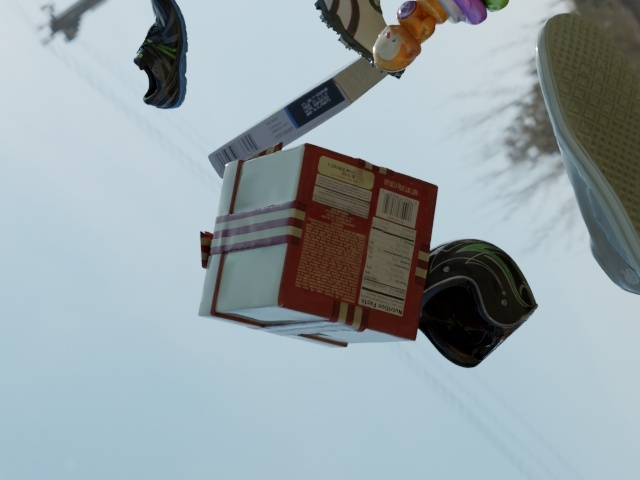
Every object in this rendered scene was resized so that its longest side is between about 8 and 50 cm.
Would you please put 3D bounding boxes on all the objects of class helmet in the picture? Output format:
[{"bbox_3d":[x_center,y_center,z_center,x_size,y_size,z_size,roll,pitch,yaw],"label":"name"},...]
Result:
[{"bbox_3d":[0.201,0.075,1.734,0.161,0.169,0.169,47,-164,11],"label":"helmet"}]

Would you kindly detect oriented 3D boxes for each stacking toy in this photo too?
[{"bbox_3d":[0.168,-0.302,1.394,0.175,0.302,0.166,47,-178,43],"label":"stacking toy"}]

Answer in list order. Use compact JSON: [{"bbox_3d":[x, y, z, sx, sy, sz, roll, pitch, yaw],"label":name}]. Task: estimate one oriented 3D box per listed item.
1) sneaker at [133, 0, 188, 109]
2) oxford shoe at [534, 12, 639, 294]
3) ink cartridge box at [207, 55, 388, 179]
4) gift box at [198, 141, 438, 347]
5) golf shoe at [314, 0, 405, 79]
[{"bbox_3d":[-0.244,-0.289,1.898,0.067,0.078,0.188,-141,48,-60],"label":"sneaker"},{"bbox_3d":[0.409,-0.112,1.802,0.449,0.169,0.130,68,156,8],"label":"oxford shoe"},{"bbox_3d":[-0.010,-0.241,2.225,0.072,0.304,0.307,55,-146,-7],"label":"ink cartridge box"},{"bbox_3d":[0.000,0.000,1.725,0.255,0.258,0.276,22,-107,-28],"label":"gift box"},{"bbox_3d":[0.043,-0.345,1.723,0.273,0.120,0.105,52,-168,6],"label":"golf shoe"}]
